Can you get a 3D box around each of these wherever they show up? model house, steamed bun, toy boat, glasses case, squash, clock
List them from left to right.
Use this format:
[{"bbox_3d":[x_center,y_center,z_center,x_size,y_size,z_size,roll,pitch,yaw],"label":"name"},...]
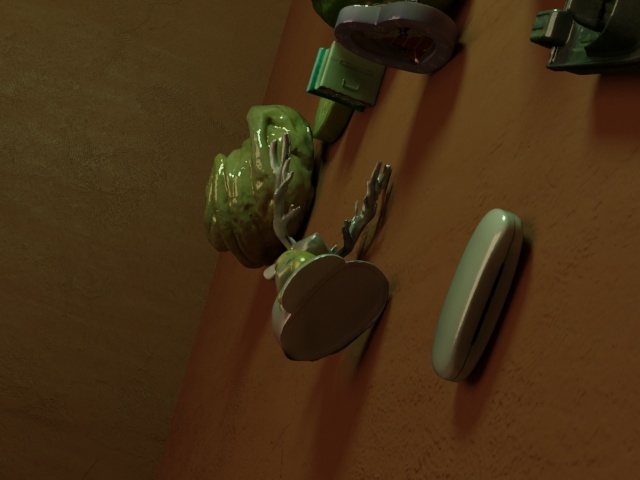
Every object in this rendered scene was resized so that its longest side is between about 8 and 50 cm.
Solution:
[{"bbox_3d":[-0.150,-0.124,2.203,0.325,0.230,0.372,-89,17,-44],"label":"steamed bun"},{"bbox_3d":[0.043,-0.343,2.104,0.252,0.048,0.252,-162,90,-79],"label":"squash"},{"bbox_3d":[0.047,-0.327,1.887,0.149,0.127,0.101,-169,97,-74],"label":"model house"},{"bbox_3d":[0.130,-0.324,1.459,0.198,0.172,0.064,7,75,38],"label":"clock"},{"bbox_3d":[0.167,0.059,1.007,0.074,0.049,0.193,-132,59,-76],"label":"glasses case"},{"bbox_3d":[0.281,-0.217,0.802,0.319,0.092,0.141,-144,70,-76],"label":"toy boat"}]

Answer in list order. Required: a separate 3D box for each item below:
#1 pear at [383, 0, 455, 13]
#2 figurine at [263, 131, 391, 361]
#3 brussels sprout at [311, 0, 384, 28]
[{"bbox_3d":[0.162,-0.433,1.493,0.149,0.148,0.162,-87,16,-49],"label":"pear"},{"bbox_3d":[0.012,0.006,1.492,0.316,0.206,0.284,-121,44,-66],"label":"figurine"},{"bbox_3d":[0.084,-0.498,1.810,0.244,0.244,0.244,-162,90,-78],"label":"brussels sprout"}]
